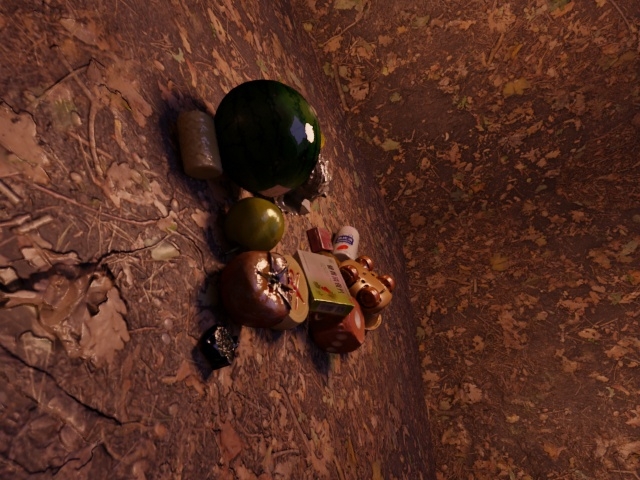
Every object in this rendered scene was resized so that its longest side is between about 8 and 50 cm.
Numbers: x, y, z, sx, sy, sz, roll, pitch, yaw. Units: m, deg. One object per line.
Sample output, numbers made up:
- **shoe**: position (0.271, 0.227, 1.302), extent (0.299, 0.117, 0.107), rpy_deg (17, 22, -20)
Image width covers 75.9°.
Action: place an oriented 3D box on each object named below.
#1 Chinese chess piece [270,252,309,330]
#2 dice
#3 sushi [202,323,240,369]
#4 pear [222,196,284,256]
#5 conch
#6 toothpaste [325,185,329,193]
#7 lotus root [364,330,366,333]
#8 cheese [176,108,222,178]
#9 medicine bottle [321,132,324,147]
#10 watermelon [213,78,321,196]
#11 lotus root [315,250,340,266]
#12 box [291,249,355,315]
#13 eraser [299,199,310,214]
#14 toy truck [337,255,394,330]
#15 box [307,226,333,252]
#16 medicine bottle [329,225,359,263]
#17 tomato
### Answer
- **Chinese chess piece**: position (-0.126, 0.162, 1.318), extent (0.251, 0.097, 0.250), rpy_deg (-17, 90, -71)
- **dice**: position (0.064, 0.322, 1.591), extent (0.174, 0.180, 0.173), rpy_deg (-82, 150, -42)
- **sushi**: position (-0.243, 0.249, 0.991), extent (0.083, 0.056, 0.084), rpy_deg (57, 24, -19)
- **pear**: position (-0.204, -0.023, 1.198), extent (0.216, 0.166, 0.180), rpy_deg (-61, 149, -30)
- **conch**: position (-0.087, -0.216, 1.533), extent (0.241, 0.313, 0.186), rpy_deg (37, -19, 2)
- **toothpaste**: position (0.015, -0.346, 2.238), extent (0.078, 0.047, 0.247), rpy_deg (55, 23, -51)
- **lotus root**: position (0.158, 0.373, 1.849), extent (0.303, 0.131, 0.146), rpy_deg (-48, 151, -66)
- **cheese**: position (-0.334, -0.261, 1.130), extent (0.123, 0.094, 0.167), rpy_deg (18, 60, -79)
- **medicine bottle**: position (-0.060, -0.565, 2.175), extent (0.309, 0.076, 0.111), rpy_deg (-1, 73, -69)
- **watermelon**: position (-0.163, -0.318, 1.267), extent (0.363, 0.364, 0.362), rpy_deg (-18, 90, -71)
- **lotus root**: position (0.026, 0.100, 1.808), extent (0.190, 0.095, 0.108), rpy_deg (45, 10, -45)
- **box**: position (0.004, 0.153, 1.515), extent (0.175, 0.062, 0.260), rpy_deg (14, 33, -31)
- **eraser**: position (-0.096, -0.231, 1.814), extent (0.095, 0.052, 0.224), rpy_deg (46, 31, -57)
- **toy truck**: position (0.176, 0.218, 1.751), extent (0.288, 0.211, 0.204), rpy_deg (41, 34, 17)
- **box**: position (0.000, 0.000, 1.867), extent (0.156, 0.060, 0.111), rpy_deg (17, 58, -71)
- **medicine bottle**: position (0.122, 0.037, 2.061), extent (0.341, 0.131, 0.130), rpy_deg (-67, 136, -62)
- **tomato**: position (-0.183, 0.124, 1.087), extent (0.155, 0.181, 0.213), rpy_deg (22, 50, -58)
